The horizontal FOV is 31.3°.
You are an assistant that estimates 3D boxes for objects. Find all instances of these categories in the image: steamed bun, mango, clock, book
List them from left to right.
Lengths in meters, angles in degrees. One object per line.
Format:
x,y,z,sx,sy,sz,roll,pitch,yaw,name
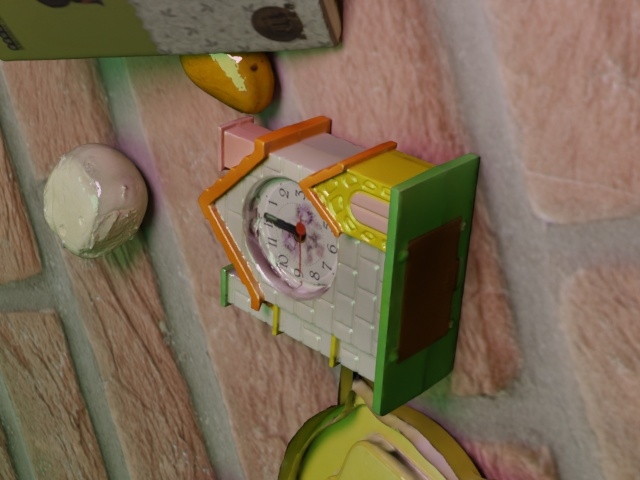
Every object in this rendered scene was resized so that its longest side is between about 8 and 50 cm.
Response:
-0.246,-0.050,1.267,0.112,0.091,0.130,48,133,21,steamed bun
-0.171,-0.241,0.967,0.352,0.035,0.239,-1,146,17,book
-0.088,-0.167,1.083,0.114,0.057,0.079,50,128,11,mango
0.000,0.000,1.036,0.255,0.106,0.220,24,124,36,clock
0.071,0.290,1.125,0.277,0.071,0.293,46,123,32,clock
